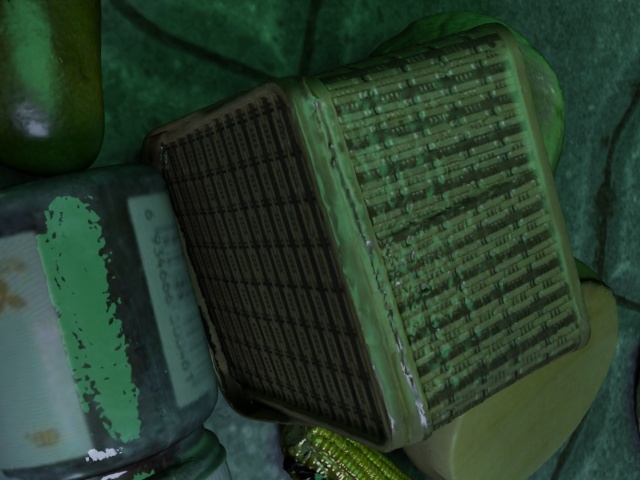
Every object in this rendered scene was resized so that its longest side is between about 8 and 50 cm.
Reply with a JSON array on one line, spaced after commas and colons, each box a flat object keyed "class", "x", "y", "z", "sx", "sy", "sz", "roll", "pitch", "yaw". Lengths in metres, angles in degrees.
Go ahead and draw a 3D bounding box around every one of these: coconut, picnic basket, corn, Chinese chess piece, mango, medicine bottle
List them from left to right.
[{"class": "mango", "x": -0.214, "y": -0.170, "z": 0.533, "sx": 0.133, "sy": 0.111, "sz": 0.268, "roll": -20, "pitch": 83, "yaw": -23}, {"class": "medicine bottle", "x": -0.155, "y": 0.095, "z": 0.541, "sx": 0.165, "sy": 0.165, "sz": 0.274, "roll": -16, "pitch": 96, "yaw": -36}, {"class": "picnic basket", "x": 0.000, "y": 0.000, "z": 0.579, "sx": 0.175, "sy": 0.312, "sz": 0.228, "roll": -21, "pitch": 100, "yaw": -26}, {"class": "corn", "x": 0.043, "y": 0.229, "z": 0.734, "sx": 0.203, "sy": 0.072, "sz": 0.072, "roll": 44, "pitch": 62, "yaw": -23}, {"class": "coconut", "x": 0.128, "y": -0.100, "z": 0.755, "sx": 0.204, "sy": 0.236, "sz": 0.236, "roll": -41, "pitch": 114, "yaw": 7}, {"class": "Chinese chess piece", "x": 0.175, "y": 0.123, "z": 0.765, "sx": 0.250, "sy": 0.097, "sz": 0.251, "roll": -23, "pitch": 128, "yaw": -32}]

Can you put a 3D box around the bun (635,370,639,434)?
[{"class": "bun", "x": 0.526, "y": 0.211, "z": 1.045, "sx": 0.243, "sy": 0.153, "sz": 0.244, "roll": 8, "pitch": 76, "yaw": -37}]
